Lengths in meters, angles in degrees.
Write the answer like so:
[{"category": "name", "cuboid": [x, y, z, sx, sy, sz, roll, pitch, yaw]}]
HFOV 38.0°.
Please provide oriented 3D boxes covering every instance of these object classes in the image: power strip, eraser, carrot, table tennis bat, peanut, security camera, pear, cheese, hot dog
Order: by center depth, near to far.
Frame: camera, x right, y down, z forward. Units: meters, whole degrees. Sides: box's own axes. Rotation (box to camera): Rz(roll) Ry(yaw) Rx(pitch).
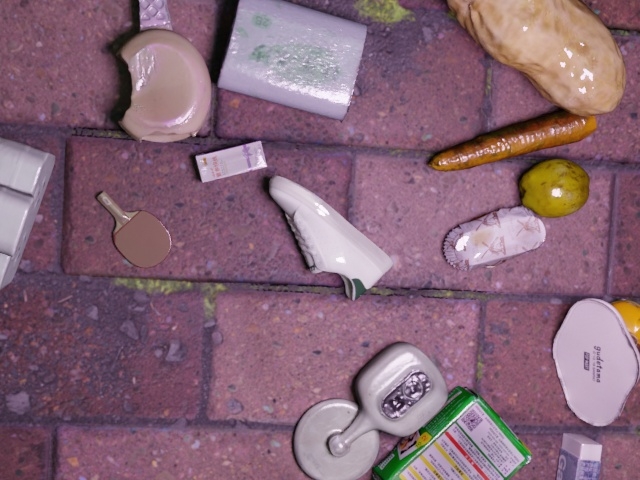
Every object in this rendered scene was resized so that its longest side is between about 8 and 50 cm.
[{"category": "power strip", "cuboid": [-0.512, -0.046, 1.431, 0.141, 0.261, 0.229, 18, 90, -11]}, {"category": "cheese", "cuboid": [-0.273, -0.309, 1.553, 0.163, 0.082, 0.286, -9, 92, -10]}, {"category": "eraser", "cuboid": [-0.048, -0.314, 1.587, 0.227, 0.081, 0.174, 14, 91, -11]}, {"category": "table tennis bat", "cuboid": [-0.323, -0.022, 1.591, 0.087, 0.013, 0.156, -43, 100, -3]}, {"category": "peanut", "cuboid": [0.377, -0.362, 1.599, 0.387, 0.192, 0.169, 37, 124, -9]}, {"category": "security camera", "cuboid": [0.086, 0.315, 1.647, 0.301, 0.080, 0.157, -41, 99, -2]}, {"category": "pear", "cuboid": [0.422, -0.093, 1.666, 0.131, 0.107, 0.107, 1, 93, -6]}, {"category": "carrot", "cuboid": [0.343, -0.174, 1.670, 0.314, 0.066, 0.066, -18, 96, -7]}, {"category": "hot dog", "cuboid": [0.314, -0.002, 1.679, 0.192, 0.053, 0.099, -19, 95, -5]}, {"category": "eraser", "cuboid": [0.467, 0.469, 1.709, 0.046, 0.092, 0.212, 7, 90, -9]}]

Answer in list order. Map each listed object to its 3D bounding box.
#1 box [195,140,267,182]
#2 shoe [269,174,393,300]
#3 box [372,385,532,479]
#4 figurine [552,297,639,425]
[{"category": "box", "cuboid": [-0.155, -0.136, 1.601, 0.117, 0.036, 0.051, -13, 95, -7]}, {"category": "shoe", "cuboid": [0.000, 0.000, 1.606, 0.265, 0.095, 0.110, 36, 87, -12]}, {"category": "box", "cuboid": [0.236, 0.402, 1.662, 0.250, 0.103, 0.180, -41, 98, -7]}, {"category": "figurine", "cuboid": [0.536, 0.203, 1.715, 0.141, 0.166, 0.250, -24, 127, -43]}]
